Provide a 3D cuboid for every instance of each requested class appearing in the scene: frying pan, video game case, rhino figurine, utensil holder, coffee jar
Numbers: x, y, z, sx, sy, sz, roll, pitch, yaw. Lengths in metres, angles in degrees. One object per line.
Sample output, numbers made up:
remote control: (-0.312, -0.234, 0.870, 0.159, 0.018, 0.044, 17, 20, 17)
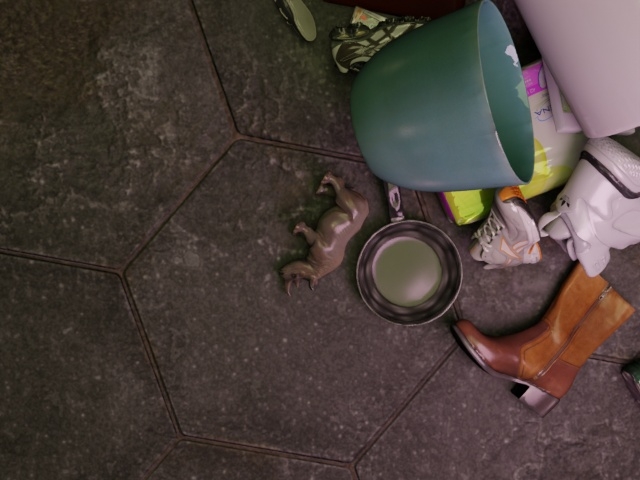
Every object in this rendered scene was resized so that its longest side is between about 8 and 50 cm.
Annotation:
frying pan: (0.128, 0.006, 1.565, 0.197, 0.053, 0.326, -34, 92, 0)
video game case: (0.476, -0.294, 1.511, 0.193, 0.023, 0.213, -3, 80, -33)
rhino figurine: (0.000, 0.000, 1.548, 0.106, 0.073, 0.243, 30, 100, 0)
utensil holder: (0.480, -0.402, 1.332, 0.327, 0.327, 0.386, -30, 97, -1)
coffee jar: (0.672, 0.240, 1.588, 0.184, 0.079, 0.096, -31, 94, -1)

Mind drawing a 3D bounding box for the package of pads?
package of pads: (0.333, -0.176, 1.539, 0.296, 0.101, 0.229, -25, 94, 0)

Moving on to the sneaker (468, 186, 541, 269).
sneaker: (0.316, -0.009, 1.483, 0.121, 0.262, 0.099, -21, 60, 7)

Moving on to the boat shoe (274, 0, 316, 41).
boat shoe: (-0.051, -0.417, 1.540, 0.046, 0.038, 0.125, -39, 103, -42)

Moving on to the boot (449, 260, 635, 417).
boot: (0.411, 0.150, 1.564, 0.264, 0.096, 0.280, 39, 90, -4)

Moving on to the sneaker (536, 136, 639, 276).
sneaker: (0.553, -0.031, 1.523, 0.365, 0.137, 0.210, 26, 111, -30)

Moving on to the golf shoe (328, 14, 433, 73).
golf shoe: (0.117, -0.349, 1.503, 0.198, 0.077, 0.094, -8, 105, 5)

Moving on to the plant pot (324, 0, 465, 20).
plant pot: (0.157, -0.542, 1.443, 0.267, 0.236, 0.267, 11, 93, -4)

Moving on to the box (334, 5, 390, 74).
box: (0.141, -0.340, 1.553, 0.207, 0.036, 0.114, 20, 92, -4)

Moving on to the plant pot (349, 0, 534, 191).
plant pot: (0.187, -0.210, 1.351, 0.235, 0.293, 0.293, -10, 94, 26)
